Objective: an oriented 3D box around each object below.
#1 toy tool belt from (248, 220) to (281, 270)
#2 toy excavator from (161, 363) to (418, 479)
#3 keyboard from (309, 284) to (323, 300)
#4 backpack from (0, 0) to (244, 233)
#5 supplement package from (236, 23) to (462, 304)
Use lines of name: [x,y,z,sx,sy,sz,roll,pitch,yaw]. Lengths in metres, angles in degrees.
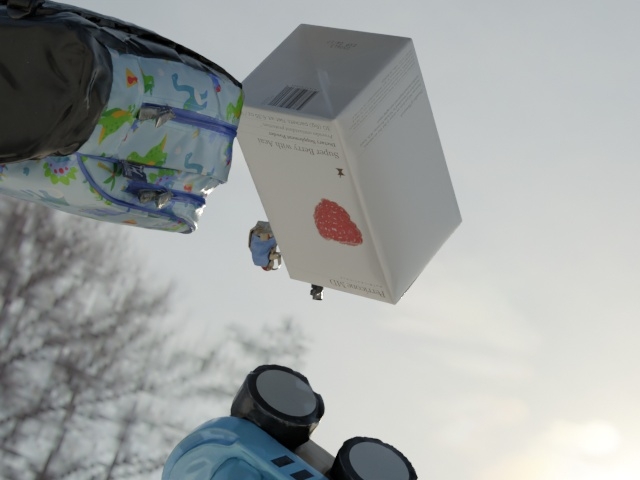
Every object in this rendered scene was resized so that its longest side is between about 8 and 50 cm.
toy tool belt: [-0.081,0.016,2.260,0.052,0.051,0.083,4,-61,7]
toy excavator: [-0.042,0.408,1.759,0.433,0.445,0.222,36,-58,10]
keyboard: [0.000,0.000,2.395,0.023,0.180,0.108,5,-11,1]
backpack: [-0.241,-0.132,1.645,0.290,0.273,0.355,7,12,31]
supplement package: [0.034,-0.094,1.942,0.177,0.175,0.293,12,-43,36]
